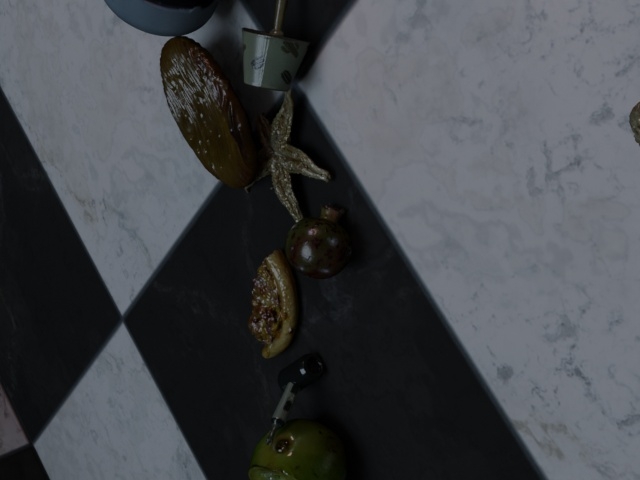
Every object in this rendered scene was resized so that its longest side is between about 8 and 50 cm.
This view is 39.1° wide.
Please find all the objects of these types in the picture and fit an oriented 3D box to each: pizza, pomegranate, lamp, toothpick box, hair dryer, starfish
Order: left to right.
[{"bbox_3d":[-0.267,-0.532,1.611,0.263,0.263,0.354,54,139,19],"label":"toothpick box"},{"bbox_3d":[-0.096,0.136,1.808,0.127,0.058,0.246,40,129,33],"label":"pizza"},{"bbox_3d":[-0.073,-0.368,1.541,0.121,0.121,0.214,23,109,42],"label":"lamp"},{"bbox_3d":[-0.074,-0.136,1.683,0.231,0.048,0.295,57,141,16],"label":"starfish"},{"bbox_3d":[-0.062,0.315,1.752,0.057,0.197,0.100,34,141,-12],"label":"hair dryer"},{"bbox_3d":[-0.013,0.451,1.779,0.241,0.159,0.190,37,145,-2],"label":"pomegranate"},{"bbox_3d":[-0.004,0.006,1.606,0.130,0.130,0.130,21,120,42],"label":"pomegranate"}]

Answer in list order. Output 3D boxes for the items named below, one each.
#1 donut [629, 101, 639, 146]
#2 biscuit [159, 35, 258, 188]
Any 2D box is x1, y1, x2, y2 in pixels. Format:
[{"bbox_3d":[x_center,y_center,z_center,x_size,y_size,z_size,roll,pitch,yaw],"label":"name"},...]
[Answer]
[{"bbox_3d":[0.450,-0.146,1.043,0.126,0.144,0.186,60,170,21],"label":"donut"},{"bbox_3d":[-0.220,-0.242,1.737,0.318,0.040,0.317,46,153,31],"label":"biscuit"}]
